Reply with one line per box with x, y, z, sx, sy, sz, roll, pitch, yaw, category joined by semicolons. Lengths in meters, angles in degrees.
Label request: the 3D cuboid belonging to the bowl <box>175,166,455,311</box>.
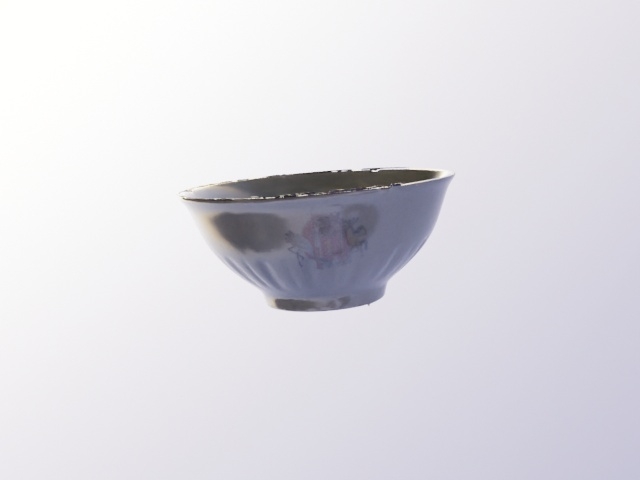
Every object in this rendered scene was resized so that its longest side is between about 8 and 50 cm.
0.000;0.000;0.619;0.189;0.086;0.189;-5;-173;1;bowl
